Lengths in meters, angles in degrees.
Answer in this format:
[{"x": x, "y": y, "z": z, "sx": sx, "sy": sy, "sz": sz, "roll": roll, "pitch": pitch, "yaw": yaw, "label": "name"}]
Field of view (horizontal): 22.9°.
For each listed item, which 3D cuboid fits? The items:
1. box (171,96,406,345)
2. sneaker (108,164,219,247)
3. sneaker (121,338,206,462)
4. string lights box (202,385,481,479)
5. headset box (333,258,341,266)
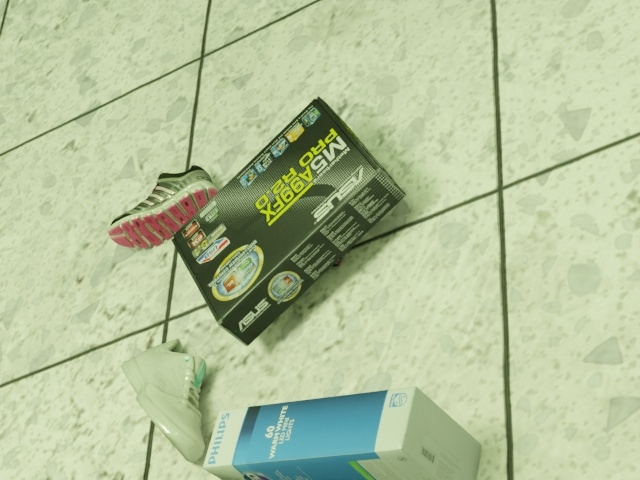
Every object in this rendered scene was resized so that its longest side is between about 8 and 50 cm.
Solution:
[{"x": -0.046, "y": -0.028, "z": 1.953, "sx": 0.270, "sy": 0.060, "sz": 0.216, "roll": -44, "pitch": 35, "yaw": 7, "label": "box"}, {"x": -0.217, "y": -0.050, "z": 2.181, "sx": 0.170, "sy": 0.063, "sz": 0.074, "roll": -28, "pitch": 42, "yaw": 14, "label": "sneaker"}, {"x": -0.173, "y": 0.184, "z": 1.929, "sx": 0.094, "sy": 0.080, "sz": 0.212, "roll": -35, "pitch": 37, "yaw": -5, "label": "sneaker"}, {"x": 0.020, "y": 0.228, "z": 1.659, "sx": 0.260, "sy": 0.133, "sz": 0.076, "roll": -11, "pitch": 51, "yaw": 36, "label": "string lights box"}, {"x": 0.000, "y": 0.000, "z": 1.961, "sx": 0.062, "sy": 0.032, "sz": 0.083, "roll": -9, "pitch": 52, "yaw": 38, "label": "headset box"}]
